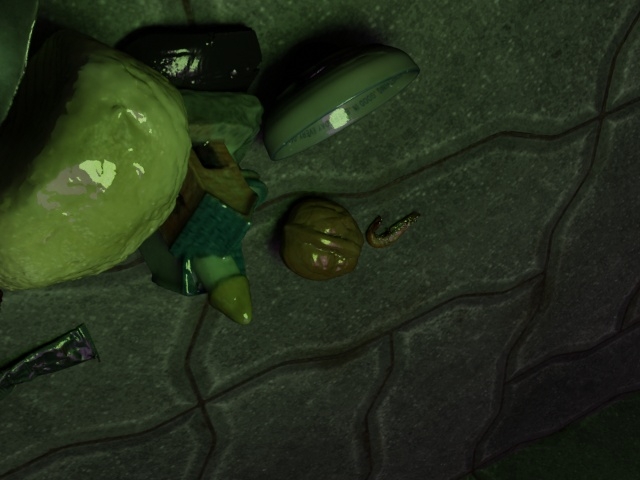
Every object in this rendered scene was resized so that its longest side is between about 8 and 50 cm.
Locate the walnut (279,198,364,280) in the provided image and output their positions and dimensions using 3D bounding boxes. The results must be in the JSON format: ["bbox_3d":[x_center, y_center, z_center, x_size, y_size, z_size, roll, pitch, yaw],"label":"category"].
[{"bbox_3d":[0.000,0.000,1.493,0.167,0.149,0.166,-3,96,-28],"label":"walnut"}]

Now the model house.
[{"bbox_3d":[-0.149,-0.018,1.161,0.194,0.325,0.267,-6,147,-44],"label":"model house"}]

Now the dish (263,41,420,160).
[{"bbox_3d":[0.007,-0.250,1.252,0.273,0.133,0.273,-31,-179,0],"label":"dish"}]

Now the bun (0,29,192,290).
[{"bbox_3d":[-0.296,-0.088,0.980,0.352,0.348,0.227,-32,128,30],"label":"bun"}]

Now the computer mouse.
[{"bbox_3d":[-0.183,-0.253,1.153,0.217,0.073,0.122,-11,137,-33],"label":"computer mouse"}]

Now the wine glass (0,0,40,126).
[{"bbox_3d":[-0.505,-0.260,0.768,0.406,0.267,0.267,7,124,-37],"label":"wine glass"}]

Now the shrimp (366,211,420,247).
[{"bbox_3d":[0.153,-0.031,1.666,0.127,0.025,0.091,-33,140,-2],"label":"shrimp"}]

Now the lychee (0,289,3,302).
[{"bbox_3d":[-0.563,0.074,1.037,0.276,0.304,0.275,-1,94,-17],"label":"lychee"}]

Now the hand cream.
[{"bbox_3d":[-0.516,0.238,1.397,0.248,0.052,0.075,-26,140,-15],"label":"hand cream"}]
